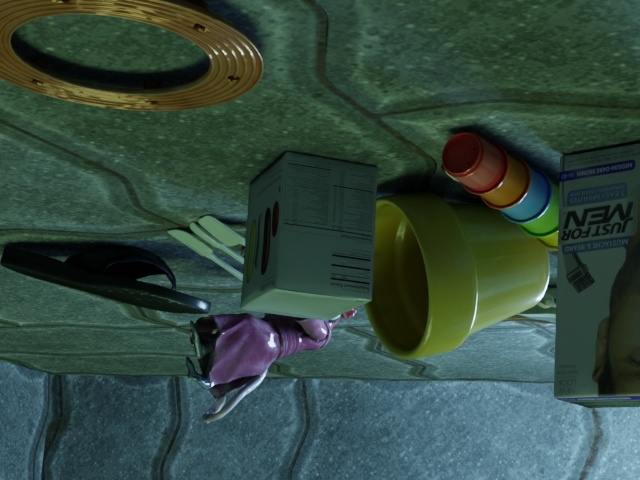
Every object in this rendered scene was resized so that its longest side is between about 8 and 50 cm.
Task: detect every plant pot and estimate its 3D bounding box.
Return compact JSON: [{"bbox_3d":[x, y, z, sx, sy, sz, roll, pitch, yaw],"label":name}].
[{"bbox_3d":[0.215,0.044,1.802,0.239,0.254,0.254,-7,171,-23],"label":"plant pot"}]

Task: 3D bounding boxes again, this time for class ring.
[{"bbox_3d":[-0.230,-0.215,1.273,0.336,0.032,0.336,3,166,1],"label":"ring"}]

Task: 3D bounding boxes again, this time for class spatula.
[{"bbox_3d":[-0.148,0.034,2.103,0.242,0.019,0.168,37,147,-23],"label":"spatula"}]

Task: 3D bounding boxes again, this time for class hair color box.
[{"bbox_3d":[0.415,0.046,1.514,0.185,0.339,0.110,-9,162,41],"label":"hair color box"}]

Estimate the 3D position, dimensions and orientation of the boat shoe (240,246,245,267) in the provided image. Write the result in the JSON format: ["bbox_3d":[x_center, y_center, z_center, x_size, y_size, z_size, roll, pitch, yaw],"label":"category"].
[{"bbox_3d":[-0.084,0.041,2.162,0.080,0.073,0.223,13,163,-33],"label":"boat shoe"}]

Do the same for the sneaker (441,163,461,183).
[{"bbox_3d":[0.198,-0.094,1.643,0.083,0.031,0.035,15,162,-39],"label":"sneaker"}]

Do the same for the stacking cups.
[{"bbox_3d":[0.267,-0.072,1.612,0.096,0.096,0.316,-8,159,38],"label":"stacking cups"}]

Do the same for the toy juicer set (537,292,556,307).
[{"bbox_3d":[0.528,0.082,2.177,0.329,0.089,0.209,-1,-179,-17],"label":"toy juicer set"}]

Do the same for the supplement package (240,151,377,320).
[{"bbox_3d":[-0.020,-0.001,1.717,0.149,0.203,0.194,8,165,-18],"label":"supplement package"}]

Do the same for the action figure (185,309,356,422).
[{"bbox_3d":[-0.087,0.204,2.386,0.370,0.276,0.248,-12,177,-21],"label":"action figure"}]

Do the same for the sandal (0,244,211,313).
[{"bbox_3d":[-0.426,0.055,2.293,0.446,0.107,0.167,14,169,12],"label":"sandal"}]

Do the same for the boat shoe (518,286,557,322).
[{"bbox_3d":[0.505,0.133,2.404,0.227,0.079,0.081,6,176,12],"label":"boat shoe"}]

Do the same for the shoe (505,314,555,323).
[{"bbox_3d":[0.461,0.147,2.491,0.219,0.058,0.076,-1,166,12],"label":"shoe"}]
